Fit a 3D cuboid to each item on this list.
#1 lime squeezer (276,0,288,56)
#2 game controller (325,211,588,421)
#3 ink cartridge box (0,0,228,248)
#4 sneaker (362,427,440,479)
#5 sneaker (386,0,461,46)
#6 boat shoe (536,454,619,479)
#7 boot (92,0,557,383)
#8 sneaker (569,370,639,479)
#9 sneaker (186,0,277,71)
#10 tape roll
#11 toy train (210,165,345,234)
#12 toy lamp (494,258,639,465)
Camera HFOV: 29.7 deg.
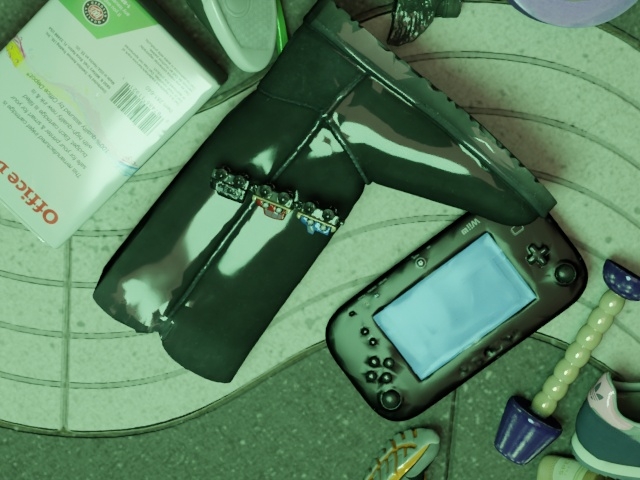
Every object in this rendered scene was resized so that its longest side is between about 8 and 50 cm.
[{"bbox_3d":[-0.019,-0.347,1.389,0.110,0.059,0.310,25,101,-4],"label":"lime squeezer"},{"bbox_3d":[0.164,0.079,1.476,0.319,0.067,0.166,-37,99,8],"label":"game controller"},{"bbox_3d":[-0.277,-0.160,1.404,0.278,0.117,0.201,-44,98,9],"label":"ink cartridge box"},{"bbox_3d":[0.093,0.326,1.529,0.083,0.084,0.215,32,111,-8],"label":"sneaker"},{"bbox_3d":[0.117,-0.313,1.396,0.089,0.051,0.170,-3,106,-3],"label":"sneaker"},{"bbox_3d":[0.320,0.420,1.540,0.098,0.109,0.302,8,107,40],"label":"boat shoe"},{"bbox_3d":[-0.002,-0.001,1.415,0.367,0.146,0.445,40,98,2],"label":"boot"},{"bbox_3d":[0.471,0.223,1.458,0.319,0.112,0.131,1,126,-4],"label":"sneaker"},{"bbox_3d":[-0.159,-0.318,1.364,0.147,0.104,0.295,-13,108,44],"label":"sneaker"},{"bbox_3d":[0.286,-0.338,1.373,0.189,0.080,0.189,0,103,0],"label":"tape roll"},{"bbox_3d":[-0.049,-0.041,1.340,0.158,0.027,0.036,21,105,5],"label":"toy train"},{"bbox_3d":[0.306,0.154,1.486,0.080,0.080,0.274,30,99,-5],"label":"toy lamp"}]
